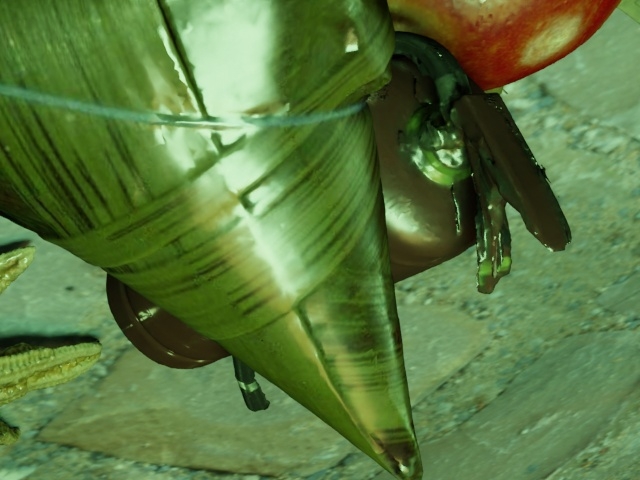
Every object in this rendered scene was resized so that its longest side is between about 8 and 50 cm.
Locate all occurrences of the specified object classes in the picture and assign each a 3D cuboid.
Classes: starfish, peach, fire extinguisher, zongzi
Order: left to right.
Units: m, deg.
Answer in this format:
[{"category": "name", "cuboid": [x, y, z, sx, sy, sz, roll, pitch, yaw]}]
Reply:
[{"category": "starfish", "cuboid": [-0.246, 0.078, 0.934, 0.235, 0.062, 0.277, -33, 141, 13]}, {"category": "zongzi", "cuboid": [-0.100, -0.023, 0.612, 0.286, 0.138, 0.300, -9, 104, 13]}, {"category": "fire extinguisher", "cuboid": [0.000, 0.000, 0.746, 0.105, 0.141, 0.341, -18, 176, -32]}, {"category": "peach", "cuboid": [0.080, -0.129, 0.724, 0.118, 0.151, 0.151, 38, 132, 1]}]

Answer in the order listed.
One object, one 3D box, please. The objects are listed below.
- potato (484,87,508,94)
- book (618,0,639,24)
[{"category": "potato", "cuboid": [0.075, -0.080, 0.845, 0.046, 0.045, 0.092, -42, 164, -33]}, {"category": "book", "cuboid": [0.298, -0.144, 0.879, 0.170, 0.018, 0.241, -37, 142, 27]}]
